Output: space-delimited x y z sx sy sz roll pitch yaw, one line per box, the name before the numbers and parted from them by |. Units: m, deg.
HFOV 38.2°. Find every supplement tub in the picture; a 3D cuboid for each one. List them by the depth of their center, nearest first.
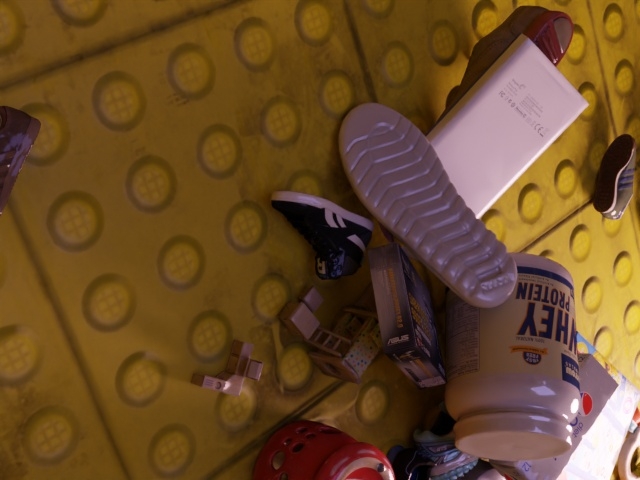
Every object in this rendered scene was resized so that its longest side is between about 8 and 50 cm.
supplement tub | 0.340 0.210 1.653 0.235 0.235 0.325 27 55 -38

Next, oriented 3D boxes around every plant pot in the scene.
plant pot | 0.011 0.401 1.493 0.191 0.174 0.191 -4 96 -36

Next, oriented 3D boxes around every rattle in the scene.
rattle | 0.768 0.489 2.151 0.130 0.143 0.200 -3 102 -21

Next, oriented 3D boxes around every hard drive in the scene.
hard drive | 0.312 -0.190 1.672 0.319 0.040 0.210 -47 127 11

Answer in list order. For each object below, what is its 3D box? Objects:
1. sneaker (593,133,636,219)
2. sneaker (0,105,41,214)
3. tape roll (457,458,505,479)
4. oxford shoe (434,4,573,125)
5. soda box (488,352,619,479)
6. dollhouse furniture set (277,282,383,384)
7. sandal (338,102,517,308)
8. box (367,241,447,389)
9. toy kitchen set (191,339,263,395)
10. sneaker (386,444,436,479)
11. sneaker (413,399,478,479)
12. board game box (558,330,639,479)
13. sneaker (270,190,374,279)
sneaker | 0.666 -0.134 2.062 0.086 0.064 0.192 33 73 -44
sneaker | -0.426 -0.083 1.178 0.071 0.066 0.188 26 71 -21
tape roll | 0.313 0.546 1.820 0.219 0.072 0.219 -4 96 -40
oxford shoe | 0.318 -0.296 1.730 0.348 0.130 0.123 -46 134 -4
soda box | 0.456 0.356 1.802 0.098 0.091 0.286 46 68 -14
dollhouse furniture set | 0.049 0.115 1.546 0.182 0.101 0.161 -52 123 -24
sandal | 0.163 -0.045 1.584 0.169 0.102 0.416 -35 86 -25
box | 0.148 0.132 1.551 0.231 0.056 0.183 51 28 -59
toy kitchen set | -0.140 0.193 1.420 0.075 0.068 0.083 22 79 -38
sneaker | 0.144 0.490 1.664 0.081 0.090 0.232 18 82 -39
sneaker | 0.294 0.342 1.758 0.283 0.110 0.122 -31 95 -29
board game box | 0.535 0.389 1.979 0.302 0.086 0.308 38 70 -35
sneaker | 0.000 0.000 1.511 0.217 0.079 0.121 19 80 -40
